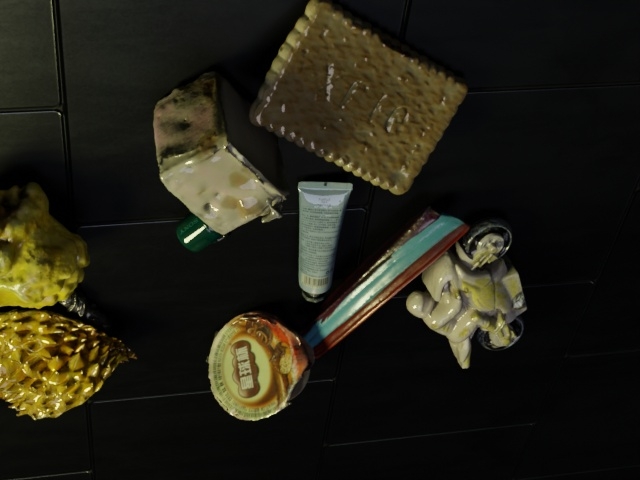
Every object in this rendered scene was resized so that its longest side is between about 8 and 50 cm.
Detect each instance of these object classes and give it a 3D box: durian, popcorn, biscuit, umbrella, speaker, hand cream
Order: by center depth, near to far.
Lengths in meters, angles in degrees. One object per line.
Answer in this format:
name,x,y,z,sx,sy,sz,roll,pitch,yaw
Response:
biscuit,0.060,-0.212,1.701,0.324,0.044,0.217,22,105,-35
popcorn,-0.473,0.007,1.758,0.200,0.225,0.203,-8,108,-60
speaker,-0.186,-0.013,1.880,0.075,0.060,0.094,-35,135,24
hand cream,0.000,0.000,1.956,0.091,0.058,0.271,3,134,-2
umbrella,-0.417,0.117,1.976,0.037,0.040,0.144,-17,139,22
durian,-0.510,0.200,1.986,0.305,0.186,0.196,-8,122,22

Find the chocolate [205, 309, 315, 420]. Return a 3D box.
chocolate,-0.087,0.230,2.113,0.221,0.221,0.147,-38,157,25

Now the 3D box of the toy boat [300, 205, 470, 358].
toy boat,0.107,0.071,2.026,0.079,0.136,0.392,41,120,-8

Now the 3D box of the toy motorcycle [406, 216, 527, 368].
toy motorcycle,0.271,0.109,2.109,0.222,0.108,0.341,-23,132,-3

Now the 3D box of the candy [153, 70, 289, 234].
candy,-0.145,-0.125,1.669,0.137,0.195,0.185,-31,135,19
